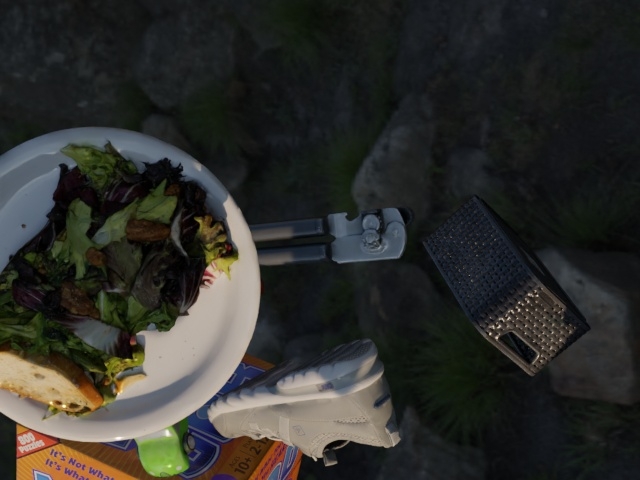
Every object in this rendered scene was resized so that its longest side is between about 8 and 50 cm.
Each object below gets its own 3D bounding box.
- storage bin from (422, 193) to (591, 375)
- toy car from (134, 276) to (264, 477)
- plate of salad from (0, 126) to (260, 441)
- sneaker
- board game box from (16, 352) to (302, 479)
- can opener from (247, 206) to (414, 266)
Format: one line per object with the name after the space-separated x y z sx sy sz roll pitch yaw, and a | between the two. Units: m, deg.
0.203 0.046 1.053 0.084 0.122 0.180 -43 34 12 | storage bin
-0.173 0.139 1.028 0.239 0.053 0.225 -13 65 15 | toy car
-0.136 0.031 0.582 0.048 0.200 0.200 -131 49 -79 | plate of salad
-0.026 0.191 1.006 0.281 0.105 0.115 -25 89 54 | sneaker
-0.261 0.405 1.620 0.356 0.356 0.356 21 123 14 | board game box
0.000 0.000 1.406 0.280 0.093 0.074 -6 91 17 | can opener
